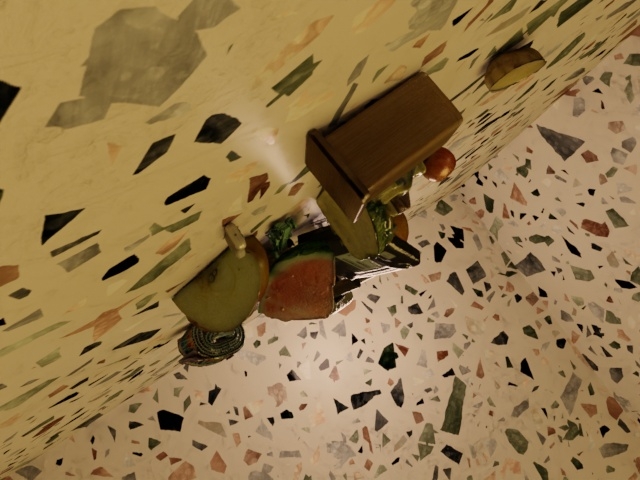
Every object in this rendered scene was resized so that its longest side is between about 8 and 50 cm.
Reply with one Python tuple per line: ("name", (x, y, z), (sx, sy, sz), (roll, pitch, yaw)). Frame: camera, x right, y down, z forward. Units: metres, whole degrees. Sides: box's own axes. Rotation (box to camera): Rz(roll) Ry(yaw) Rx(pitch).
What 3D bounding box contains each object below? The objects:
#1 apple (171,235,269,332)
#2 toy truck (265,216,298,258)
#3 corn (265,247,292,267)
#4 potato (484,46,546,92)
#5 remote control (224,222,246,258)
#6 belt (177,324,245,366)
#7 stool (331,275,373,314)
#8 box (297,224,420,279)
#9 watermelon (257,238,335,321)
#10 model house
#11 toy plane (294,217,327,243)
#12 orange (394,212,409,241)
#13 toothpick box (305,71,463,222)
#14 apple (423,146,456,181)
("apple", (-0.280, 0.136, 1.564), (0.346, 0.179, 0.254), (-38, -151, 25))
("toy truck", (-0.126, -0.019, 1.605), (0.080, 0.078, 0.154), (-39, 161, -27))
("corn", (-0.176, 0.080, 1.843), (0.093, 0.093, 0.244), (-40, 171, 33))
("potato", (0.537, -0.491, 1.462), (0.200, 0.081, 0.164), (-23, 174, -41))
("remote control", (-0.215, 0.002, 1.327), (0.032, 0.074, 0.122), (-30, 171, -15))
("belt", (-0.471, 0.429, 2.285), (0.295, 0.207, 0.160), (-2, 154, -47))
("stool", (0.074, 0.146, 2.434), (0.226, 0.310, 0.310), (-40, 173, 28))
("box", (0.134, 0.039, 1.868), (0.350, 0.091, 0.359), (-15, 149, 40))
("watermelon", (-0.100, 0.135, 1.708), (0.222, 0.292, 0.319), (-11, -158, -20))
("model house", (0.174, -0.120, 1.534), (0.266, 0.261, 0.321), (-34, 178, -19))
("toy plane", (0.010, -0.004, 2.025), (0.182, 0.107, 0.273), (-15, 166, -29))
("orange", (0.216, -0.040, 2.079), (0.274, 0.274, 0.274), (-34, 171, -6))
("toothpick box", (0.142, -0.215, 1.171), (0.308, 0.187, 0.190), (-37, 171, -12))
("apple", (0.456, -0.303, 2.054), (0.146, 0.146, 0.146), (-34, 171, -6))
